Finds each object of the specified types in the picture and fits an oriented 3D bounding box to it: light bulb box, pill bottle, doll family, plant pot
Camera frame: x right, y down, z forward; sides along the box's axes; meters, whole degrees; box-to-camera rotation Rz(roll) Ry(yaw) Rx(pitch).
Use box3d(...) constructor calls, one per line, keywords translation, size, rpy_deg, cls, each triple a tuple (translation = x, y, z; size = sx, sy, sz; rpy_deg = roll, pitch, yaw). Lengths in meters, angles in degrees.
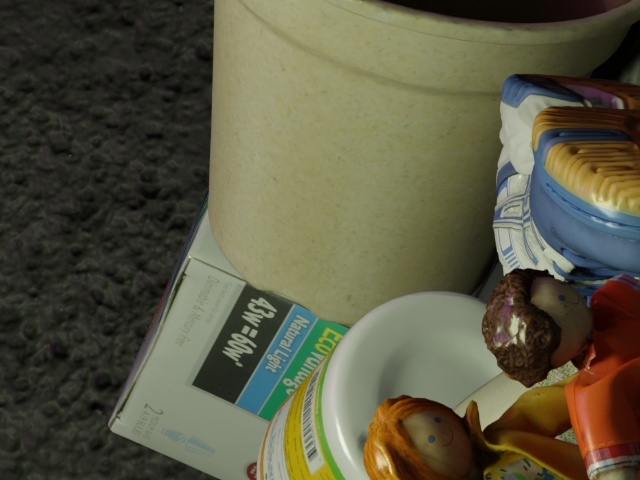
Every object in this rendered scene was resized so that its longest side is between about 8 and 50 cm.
box3d(translation=(0.000, 0.000, 1.674), size=(0.358, 0.225, 0.361), rpy_deg=(120, 172, -56), cls="light bulb box")
box3d(translation=(0.039, 0.130, 1.102), size=(0.245, 0.136, 0.136), rpy_deg=(127, 165, -65), cls="pill bottle")
box3d(translation=(0.075, 0.124, 0.592), size=(0.263, 0.163, 0.118), rpy_deg=(-72, 7, -48), cls="doll family")
box3d(translation=(0.049, -0.117, 1.329), size=(0.334, 0.334, 0.305), rpy_deg=(-73, -2, -52), cls="plant pot")

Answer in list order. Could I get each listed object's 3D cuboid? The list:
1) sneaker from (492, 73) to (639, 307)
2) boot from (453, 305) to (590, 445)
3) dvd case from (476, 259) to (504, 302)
box3d(translation=(0.148, -0.005, 0.933), size=(0.296, 0.112, 0.131), rpy_deg=(-84, 0, -80), cls="sneaker")
box3d(translation=(0.111, 0.088, 0.845), size=(0.165, 0.077, 0.213), rpy_deg=(-42, -16, 26), cls="boot")
box3d(translation=(0.095, 0.119, 1.289), size=(0.221, 0.018, 0.164), rpy_deg=(-74, 9, -56), cls="dvd case")
